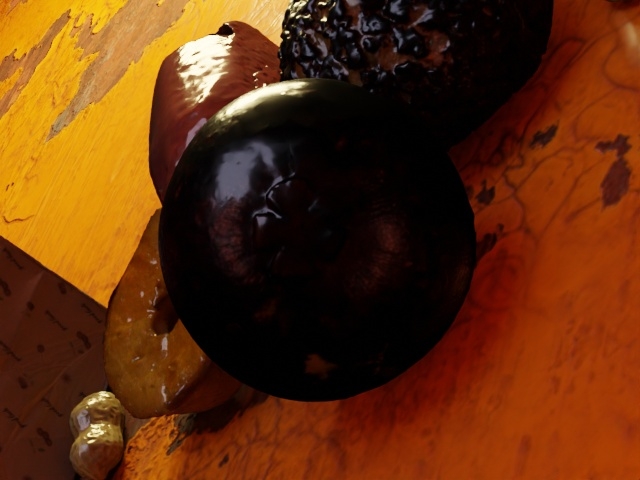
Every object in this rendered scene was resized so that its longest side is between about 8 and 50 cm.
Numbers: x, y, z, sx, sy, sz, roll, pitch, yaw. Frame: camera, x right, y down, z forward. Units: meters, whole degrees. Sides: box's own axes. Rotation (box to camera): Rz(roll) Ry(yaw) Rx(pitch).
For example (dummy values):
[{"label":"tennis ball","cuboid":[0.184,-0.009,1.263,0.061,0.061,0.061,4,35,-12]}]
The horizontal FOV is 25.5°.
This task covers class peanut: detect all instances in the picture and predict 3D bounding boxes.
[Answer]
[{"label":"peanut","cuboid":[-0.202,0.176,1.272,0.054,0.054,0.113,-44,24,16]}]

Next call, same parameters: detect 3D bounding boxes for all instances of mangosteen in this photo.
[{"label":"mangosteen","cuboid":[0.000,0.000,1.019,0.228,0.228,0.265,-50,-6,3]}]

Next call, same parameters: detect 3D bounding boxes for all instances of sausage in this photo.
[{"label":"sausage","cuboid":[-0.086,-0.103,1.328,0.152,0.152,0.279,-42,29,19]}]

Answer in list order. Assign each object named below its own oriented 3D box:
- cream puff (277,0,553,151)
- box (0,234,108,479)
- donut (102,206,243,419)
[{"label":"cream puff","cuboid":[0.069,-0.171,1.135,0.239,0.165,0.239,-37,23,18]},{"label":"box","cuboid":[-0.354,0.163,1.332,0.190,0.225,0.297,-26,37,42]},{"label":"donut","cuboid":[-0.107,0.061,1.191,0.174,0.075,0.190,28,101,54]}]
